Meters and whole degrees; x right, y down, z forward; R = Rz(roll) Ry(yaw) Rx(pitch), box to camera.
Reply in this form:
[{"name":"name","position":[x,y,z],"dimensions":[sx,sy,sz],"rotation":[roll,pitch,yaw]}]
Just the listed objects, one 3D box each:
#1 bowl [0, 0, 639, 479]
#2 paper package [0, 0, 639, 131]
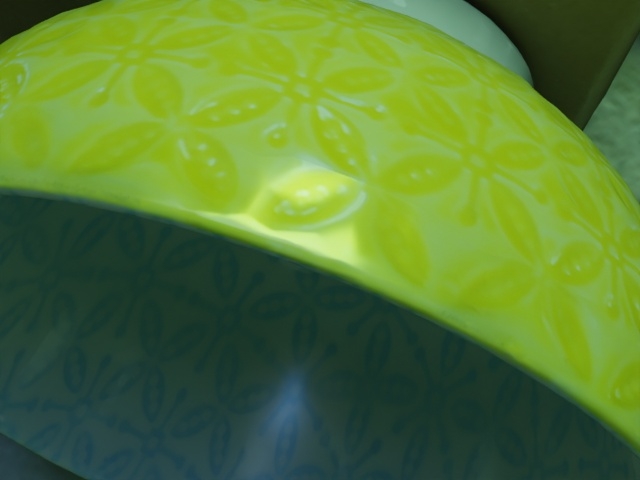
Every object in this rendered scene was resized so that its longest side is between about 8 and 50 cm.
[{"name":"bowl","position":[0.000,0.000,0.470],"dimensions":[0.289,0.289,0.156],"rotation":[15,63,10]},{"name":"paper package","position":[-0.026,-0.163,0.544],"dimensions":[0.324,0.309,0.168],"rotation":[19,63,1]}]
